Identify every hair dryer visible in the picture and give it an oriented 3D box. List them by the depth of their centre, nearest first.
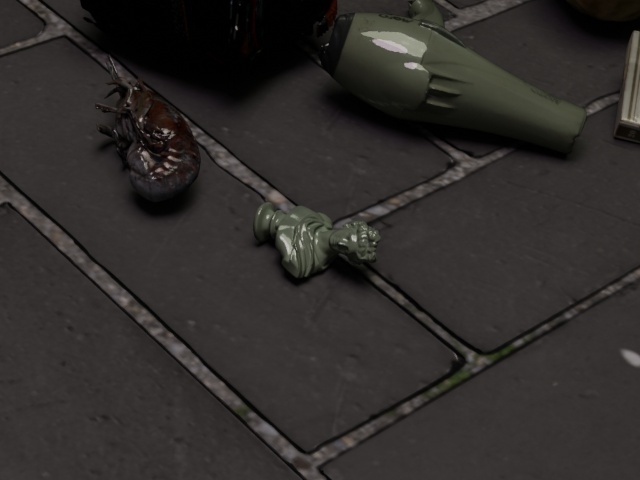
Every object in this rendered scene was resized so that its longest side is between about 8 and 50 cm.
[{"bbox_3d":[0.132,-0.142,1.320,0.219,0.088,0.225,31,28,15],"label":"hair dryer"}]

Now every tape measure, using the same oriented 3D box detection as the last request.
[{"bbox_3d":[-0.091,-0.232,1.323,0.202,0.135,0.223,16,36,24],"label":"tape measure"}]

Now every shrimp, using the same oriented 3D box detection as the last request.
[{"bbox_3d":[-0.140,-0.088,1.192,0.065,0.056,0.165,-20,44,-23],"label":"shrimp"}]

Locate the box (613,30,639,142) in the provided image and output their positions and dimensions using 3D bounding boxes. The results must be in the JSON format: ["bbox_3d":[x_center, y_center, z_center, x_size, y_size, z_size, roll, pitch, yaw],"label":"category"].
[{"bbox_3d":[0.357,-0.120,1.323,0.198,0.029,0.109,10,56,8],"label":"box"}]

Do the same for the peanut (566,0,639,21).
[{"bbox_3d":[0.287,-0.320,1.505,0.153,0.140,0.325,-4,36,9],"label":"peanut"}]

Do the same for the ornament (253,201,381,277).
[{"bbox_3d":[-0.003,-0.001,1.128,0.092,0.041,0.068,-2,34,0],"label":"ornament"}]
